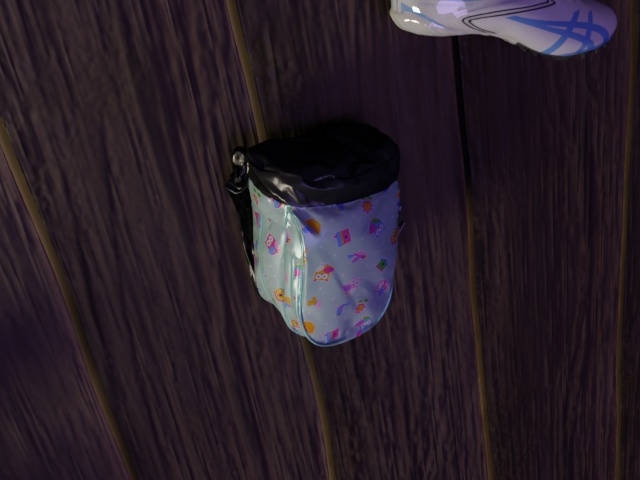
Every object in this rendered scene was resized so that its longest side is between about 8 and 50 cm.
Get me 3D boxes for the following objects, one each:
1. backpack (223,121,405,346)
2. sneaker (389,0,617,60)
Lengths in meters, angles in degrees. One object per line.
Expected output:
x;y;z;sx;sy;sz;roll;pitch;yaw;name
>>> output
0.000;0.000;0.815;0.152;0.115;0.182;-12;124;-24;backpack
0.170;-0.210;0.800;0.237;0.085;0.086;0;122;-29;sneaker
